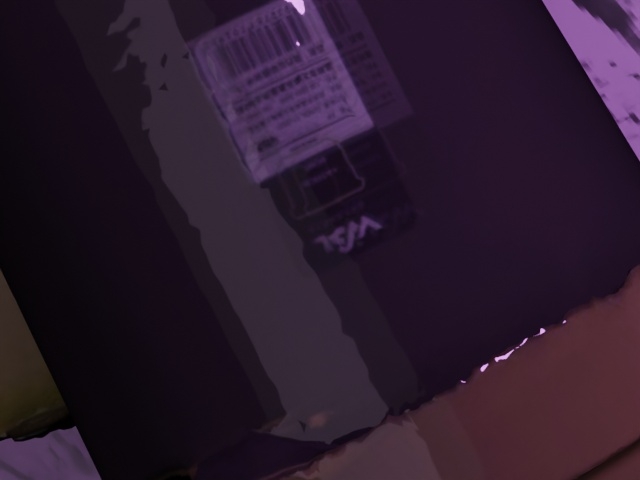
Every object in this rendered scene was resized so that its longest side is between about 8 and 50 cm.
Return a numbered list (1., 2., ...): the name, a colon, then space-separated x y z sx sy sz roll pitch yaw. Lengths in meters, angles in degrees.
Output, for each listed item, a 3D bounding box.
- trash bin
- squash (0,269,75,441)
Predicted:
1. trash bin: 0.000 0.000 0.598 0.214 0.214 0.333 -31 91 27
2. squash: -0.159 -0.030 0.680 0.155 0.204 0.236 11 108 39
